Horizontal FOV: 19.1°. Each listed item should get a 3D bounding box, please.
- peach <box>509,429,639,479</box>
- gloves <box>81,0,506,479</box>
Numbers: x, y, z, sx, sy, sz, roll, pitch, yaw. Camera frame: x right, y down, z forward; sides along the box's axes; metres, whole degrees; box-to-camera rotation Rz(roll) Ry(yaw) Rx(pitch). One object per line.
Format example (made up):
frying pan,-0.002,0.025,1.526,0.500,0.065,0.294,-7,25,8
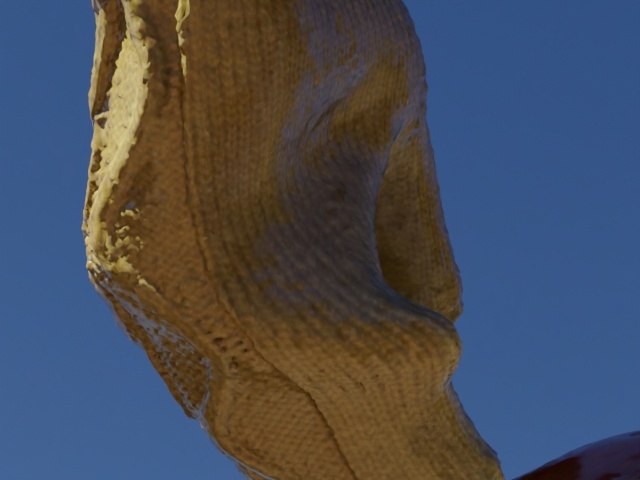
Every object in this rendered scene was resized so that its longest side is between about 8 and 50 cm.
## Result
peach,0.115,0.141,0.521,0.197,0.197,0.197,2,-34,1
gloves,-0.016,-0.004,0.840,0.155,0.203,0.356,-16,-77,17
